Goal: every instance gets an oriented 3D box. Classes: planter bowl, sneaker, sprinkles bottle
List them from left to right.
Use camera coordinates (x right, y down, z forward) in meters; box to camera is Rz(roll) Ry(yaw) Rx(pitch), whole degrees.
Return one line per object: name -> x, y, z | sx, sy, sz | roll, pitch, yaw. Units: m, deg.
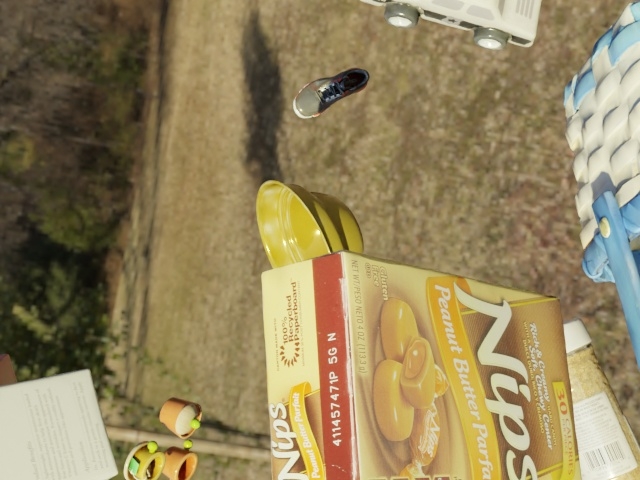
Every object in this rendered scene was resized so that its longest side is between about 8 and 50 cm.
planter bowl -> 0.000, 0.000, 1.523 | 0.217, 0.090, 0.217 | 45, 148, 39
sneaker -> 0.021, -0.280, 1.941 | 0.061, 0.158, 0.065 | 60, 169, -6
sprinkles bottle -> 0.469, 0.316, 1.825 | 0.121, 0.121, 0.355 | 129, 119, -72

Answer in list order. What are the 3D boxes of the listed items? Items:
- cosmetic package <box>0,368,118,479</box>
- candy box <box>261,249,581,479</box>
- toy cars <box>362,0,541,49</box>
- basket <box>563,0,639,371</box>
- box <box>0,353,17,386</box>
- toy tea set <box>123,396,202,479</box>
cosmetic package -> -0.394, 0.275, 1.394 | 0.151, 0.183, 0.151 | -36, 67, 50
candy box -> 0.093, 0.123, 0.848 | 0.087, 0.316, 0.183 | -15, 72, 39
toy cars -> 0.076, -0.338, 1.011 | 0.176, 0.394, 0.087 | -38, 3, -13
basket -> 0.286, -0.016, 0.659 | 0.201, 0.254, 0.289 | 118, 137, -70
box -> -0.630, 0.312, 1.904 | 0.232, 0.126, 0.149 | -112, 9, -81
toy tea set -> -0.291, 0.483, 2.108 | 0.200, 0.124, 0.336 | -30, -47, -51
